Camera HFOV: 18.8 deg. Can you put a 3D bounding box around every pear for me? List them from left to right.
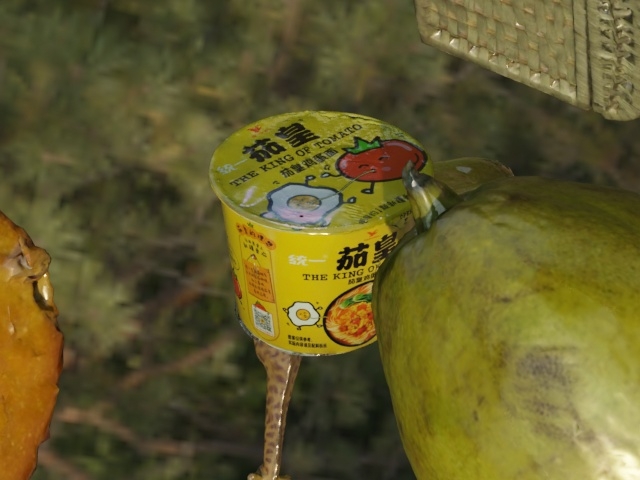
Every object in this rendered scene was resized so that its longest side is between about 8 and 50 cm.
[{"bbox_3d":[0.174,0.094,1.249,0.287,0.375,0.287,-41,5,4],"label":"pear"}]

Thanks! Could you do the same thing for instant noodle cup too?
[{"bbox_3d":[0.000,0.000,1.585,0.182,0.182,0.144,-115,21,-53],"label":"instant noodle cup"}]

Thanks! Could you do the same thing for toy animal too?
[{"bbox_3d":[-0.045,0.111,1.904,0.149,0.054,0.275,127,143,-53],"label":"toy animal"}]

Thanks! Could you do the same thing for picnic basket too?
[{"bbox_3d":[0.158,-0.180,1.005,0.196,0.154,0.134,-52,-27,-25],"label":"picnic basket"}]

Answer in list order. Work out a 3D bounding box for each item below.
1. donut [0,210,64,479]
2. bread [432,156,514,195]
[{"bbox_3d":[-0.255,0.057,0.988,0.118,0.253,0.253,-13,68,52],"label":"donut"},{"bbox_3d":[0.148,-0.035,1.877,0.110,0.156,0.103,-42,44,-13],"label":"bread"}]
